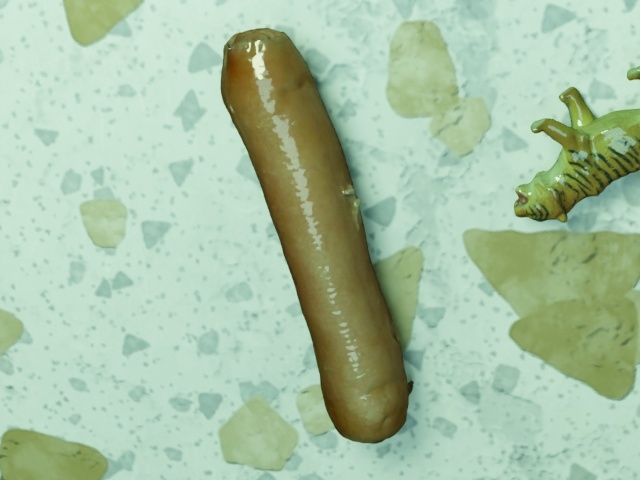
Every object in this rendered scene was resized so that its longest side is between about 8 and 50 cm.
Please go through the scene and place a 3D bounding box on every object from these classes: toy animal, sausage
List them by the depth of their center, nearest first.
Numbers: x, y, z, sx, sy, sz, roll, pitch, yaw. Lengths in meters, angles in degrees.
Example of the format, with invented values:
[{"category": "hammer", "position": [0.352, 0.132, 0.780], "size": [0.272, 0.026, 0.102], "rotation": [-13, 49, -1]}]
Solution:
[{"category": "toy animal", "position": [0.269, -0.101, 1.102], "size": [0.241, 0.057, 0.099], "rotation": [-29, 109, 17]}, {"category": "sausage", "position": [0.000, 0.000, 1.165], "size": [0.094, 0.094, 0.419], "rotation": [-18, 105, 1]}]
